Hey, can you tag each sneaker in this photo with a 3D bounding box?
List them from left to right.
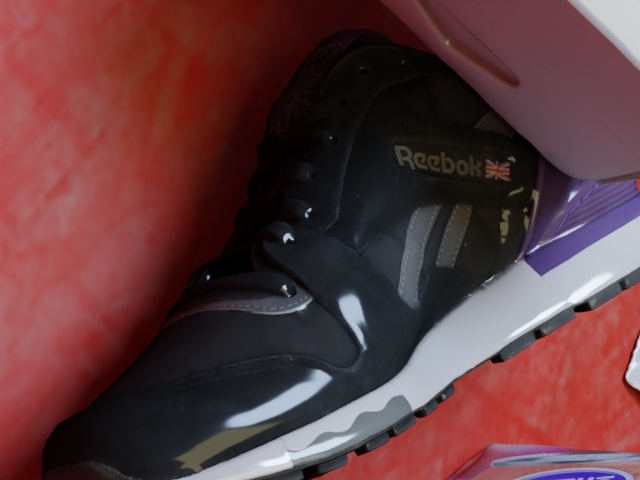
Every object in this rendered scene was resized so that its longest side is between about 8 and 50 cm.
[{"bbox_3d":[0.000,0.000,0.629,0.283,0.107,0.124,-27,93,-46],"label":"sneaker"}]

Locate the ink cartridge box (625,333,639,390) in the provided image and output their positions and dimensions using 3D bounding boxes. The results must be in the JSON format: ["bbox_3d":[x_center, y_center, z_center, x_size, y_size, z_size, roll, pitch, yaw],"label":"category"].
[{"bbox_3d":[0.217,0.053,0.883,0.179,0.045,0.145,33,65,-20],"label":"ink cartridge box"}]

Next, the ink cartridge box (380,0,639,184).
[{"bbox_3d":[0.112,-0.147,0.619,0.154,0.093,0.212,41,73,-17],"label":"ink cartridge box"}]

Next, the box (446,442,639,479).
[{"bbox_3d":[0.122,0.238,0.688,0.142,0.154,0.300,-33,111,-41],"label":"box"}]
